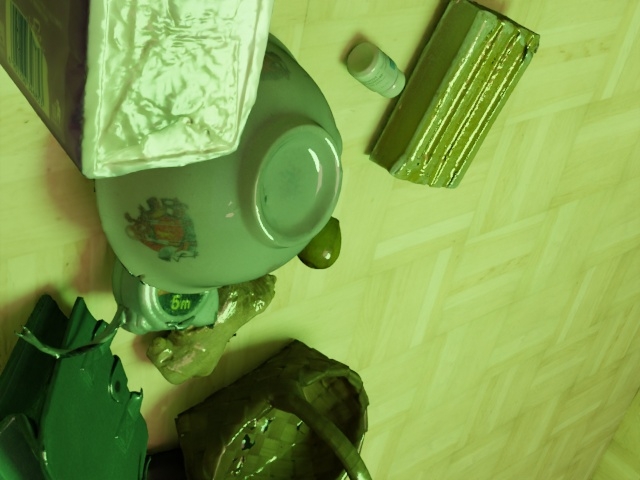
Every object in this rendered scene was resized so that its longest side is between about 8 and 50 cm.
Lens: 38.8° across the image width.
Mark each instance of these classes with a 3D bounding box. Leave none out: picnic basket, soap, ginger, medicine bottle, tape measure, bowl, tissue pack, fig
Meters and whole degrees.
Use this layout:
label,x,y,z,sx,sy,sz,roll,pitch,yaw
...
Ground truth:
label,x,y,z,sx,sy,sz,roll,pitch,yaw
picnic basket,-0.022,0.348,1.420,0.337,0.337,0.293,-27,124,-27
soap,0.202,-0.215,1.370,0.173,0.089,0.274,3,121,-49
ginger,-0.152,0.115,1.317,0.213,0.074,0.137,-42,154,-3
medicine bottle,0.078,-0.233,1.250,0.052,0.052,0.089,-54,145,8
tape measure,-0.250,0.053,1.106,0.330,0.084,0.164,0,96,-53
bowl,-0.077,-0.079,1.064,0.345,0.157,0.345,-21,120,-42
tissue pack,-0.183,-0.244,0.717,0.160,0.338,0.242,-13,135,-35
fig,0.000,0.000,1.374,0.088,0.074,0.074,-60,146,-10

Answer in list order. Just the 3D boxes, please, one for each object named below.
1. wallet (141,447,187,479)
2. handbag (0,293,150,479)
label,x,y,z,sx,sy,sz,roll,pitch,yaw
wallet,-0.219,0.437,1.557,0.406,0.062,0.228,-3,125,-45
handbag,-0.308,0.250,1.163,0.326,0.089,0.238,78,17,-47
